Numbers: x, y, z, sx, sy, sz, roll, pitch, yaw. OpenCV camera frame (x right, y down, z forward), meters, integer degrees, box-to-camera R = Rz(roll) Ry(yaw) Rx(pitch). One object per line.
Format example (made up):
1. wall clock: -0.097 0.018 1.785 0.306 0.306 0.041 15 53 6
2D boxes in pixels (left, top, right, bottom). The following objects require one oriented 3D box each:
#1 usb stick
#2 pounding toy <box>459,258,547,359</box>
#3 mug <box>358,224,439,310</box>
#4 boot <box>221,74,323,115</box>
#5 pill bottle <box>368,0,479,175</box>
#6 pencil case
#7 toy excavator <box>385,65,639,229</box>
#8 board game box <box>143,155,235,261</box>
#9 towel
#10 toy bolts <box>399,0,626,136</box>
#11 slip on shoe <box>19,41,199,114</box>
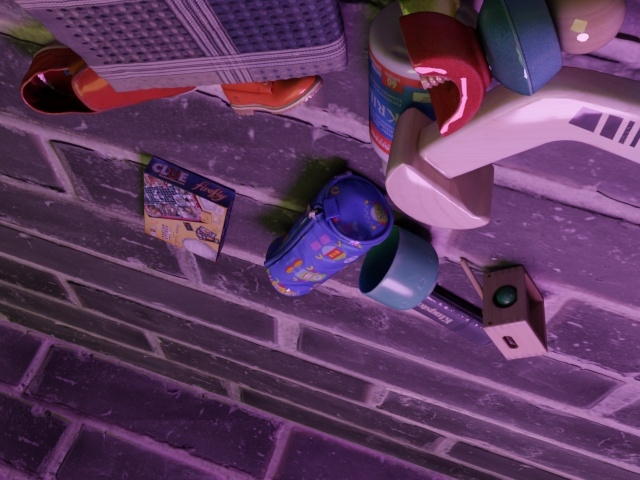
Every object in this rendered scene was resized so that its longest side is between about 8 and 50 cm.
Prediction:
1. usb stick: 0.222 0.124 1.223 0.278 0.045 0.077 30 151 -14
2. pounding toy: 0.308 0.110 1.077 0.100 0.130 0.141 -16 135 31
3. mug: 0.139 0.043 1.081 0.097 0.158 0.129 27 126 -15
4. boot: -0.074 -0.214 0.844 0.157 0.059 0.085 1 140 34
5. pill bottle: 0.117 -0.157 0.741 0.124 0.124 0.221 14 149 13
6. pencil case: 0.000 0.000 1.083 0.133 0.119 0.306 6 157 -23
7. toy excavator: 0.323 -0.109 0.546 0.445 0.222 0.433 18 150 -6
8. board game box: -0.261 -0.053 1.246 0.165 0.042 0.243 23 151 -3
9. towel: -0.142 -0.251 0.678 0.324 0.056 0.312 -3 170 8
10. toy bolts: 0.135 -0.223 0.508 0.158 0.229 0.218 -19 146 16
11. slip on shoe: -0.302 -0.233 0.916 0.331 0.101 0.123 3 144 28
